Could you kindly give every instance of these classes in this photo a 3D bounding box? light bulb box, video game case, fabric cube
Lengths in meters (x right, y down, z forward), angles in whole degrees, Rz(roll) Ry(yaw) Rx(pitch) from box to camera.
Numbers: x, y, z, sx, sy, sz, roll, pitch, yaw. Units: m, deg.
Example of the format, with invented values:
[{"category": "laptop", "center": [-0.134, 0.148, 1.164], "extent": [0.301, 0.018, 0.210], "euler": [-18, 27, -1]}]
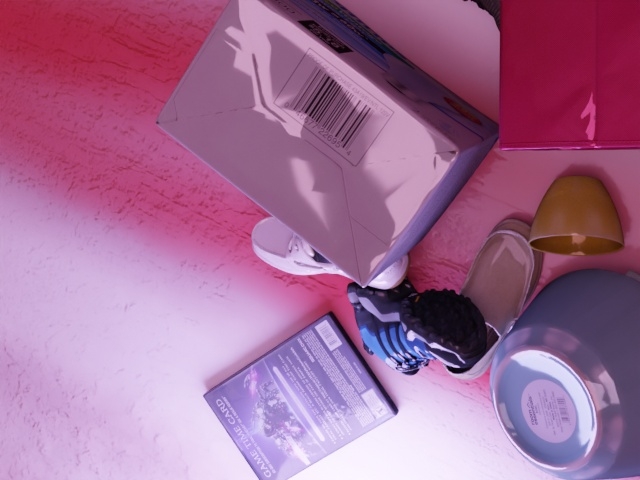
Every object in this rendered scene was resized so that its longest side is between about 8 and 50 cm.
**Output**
[{"category": "light bulb box", "center": [0.029, -0.158, 1.614], "extent": [0.358, 0.361, 0.225], "euler": [38, 109, 7]}, {"category": "video game case", "center": [-0.036, 0.265, 1.906], "extent": [0.274, 0.026, 0.196], "euler": [-34, 89, 22]}, {"category": "fabric cube", "center": [0.385, -0.245, 1.502], "extent": [0.259, 0.254, 0.258], "euler": [1, 95, 29]}]

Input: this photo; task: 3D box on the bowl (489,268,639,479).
[{"category": "bowl", "center": [0.358, 0.207, 1.622], "extent": [0.311, 0.163, 0.312], "euler": [18, 115, 43]}]

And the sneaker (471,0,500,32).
[{"category": "sneaker", "center": [0.226, -0.369, 1.660], "extent": [0.106, 0.078, 0.234], "euler": [-21, 90, 24]}]

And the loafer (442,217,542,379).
[{"category": "loafer", "center": [0.253, 0.098, 1.738], "extent": [0.102, 0.092, 0.269], "euler": [22, 107, 12]}]

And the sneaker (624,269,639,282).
[{"category": "sneaker", "center": [0.450, 0.164, 1.696], "extent": [0.151, 0.094, 0.256], "euler": [29, 116, 24]}]

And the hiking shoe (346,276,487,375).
[{"category": "hiking shoe", "center": [0.151, 0.141, 1.718], "extent": [0.113, 0.304, 0.132], "euler": [-18, 110, -22]}]

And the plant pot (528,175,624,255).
[{"category": "plant pot", "center": [0.366, -0.038, 1.665], "extent": [0.134, 0.134, 0.095], "euler": [1, 77, 18]}]

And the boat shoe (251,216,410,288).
[{"category": "boat shoe", "center": [0.000, 0.000, 1.765], "extent": [0.277, 0.096, 0.098], "euler": [9, 73, 32]}]
